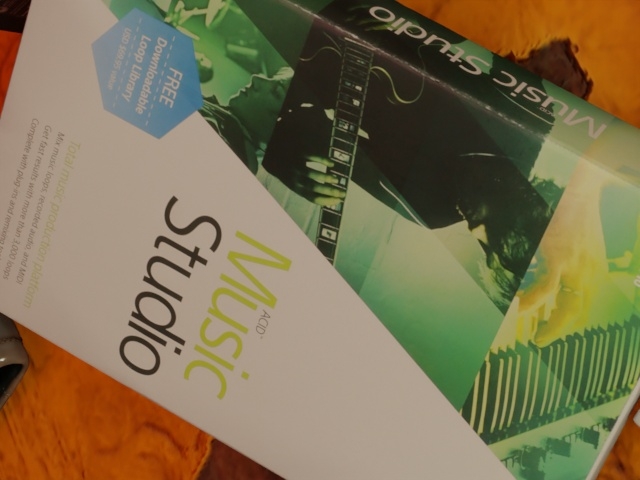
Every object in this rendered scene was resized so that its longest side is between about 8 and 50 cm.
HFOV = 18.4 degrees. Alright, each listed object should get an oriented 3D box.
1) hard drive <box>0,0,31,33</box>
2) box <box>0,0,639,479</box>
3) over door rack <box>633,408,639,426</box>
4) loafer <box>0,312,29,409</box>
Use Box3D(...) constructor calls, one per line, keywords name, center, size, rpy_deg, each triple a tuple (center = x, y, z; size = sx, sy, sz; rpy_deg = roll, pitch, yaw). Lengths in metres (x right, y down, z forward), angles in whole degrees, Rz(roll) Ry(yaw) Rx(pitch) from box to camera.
Box3D(name="hard drive", center=(-0.186, -0.157, 1.161), size=(0.094, 0.135, 0.022), rpy_deg=(-34, 65, 38))
Box3D(name="box", center=(0.000, 0.000, 0.894), size=(0.322, 0.058, 0.232), rpy_deg=(28, 124, 11))
Box3D(name="over door rack", center=(0.270, 0.073, 0.721), size=(0.324, 0.108, 0.239), rpy_deg=(47, 118, 36))
Box3D(name="loafer", center=(-0.269, 0.147, 1.256), size=(0.084, 0.096, 0.267), rpy_deg=(42, 114, 31))
